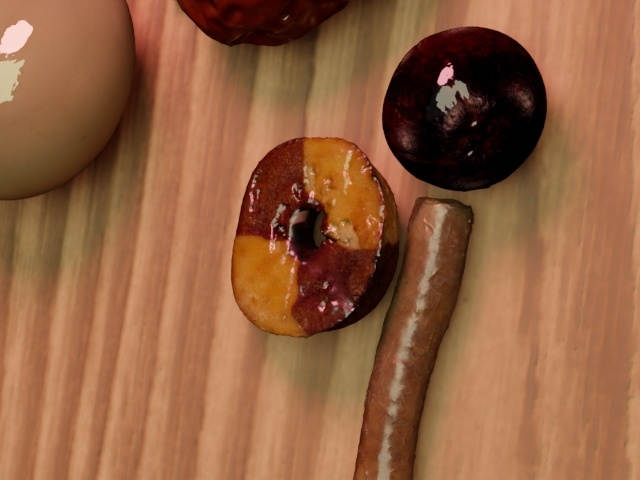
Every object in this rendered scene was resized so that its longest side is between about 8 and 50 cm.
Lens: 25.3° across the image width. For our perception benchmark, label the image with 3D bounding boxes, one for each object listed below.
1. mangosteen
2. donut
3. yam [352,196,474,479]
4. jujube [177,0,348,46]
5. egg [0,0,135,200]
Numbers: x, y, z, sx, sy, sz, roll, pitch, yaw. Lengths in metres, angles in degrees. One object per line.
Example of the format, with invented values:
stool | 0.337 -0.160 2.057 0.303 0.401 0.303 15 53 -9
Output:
mangosteen | 0.124 -0.120 1.264 0.152 0.152 0.153 -1 85 14
donut | 0.000 0.000 1.296 0.166 0.073 0.184 -8 77 32
yam | 0.081 0.106 1.288 0.066 0.066 0.300 13 90 15
jujube | -0.020 -0.284 1.291 0.250 0.174 0.174 -33 78 15
egg | -0.273 -0.151 1.335 0.186 0.186 0.242 29 84 15
